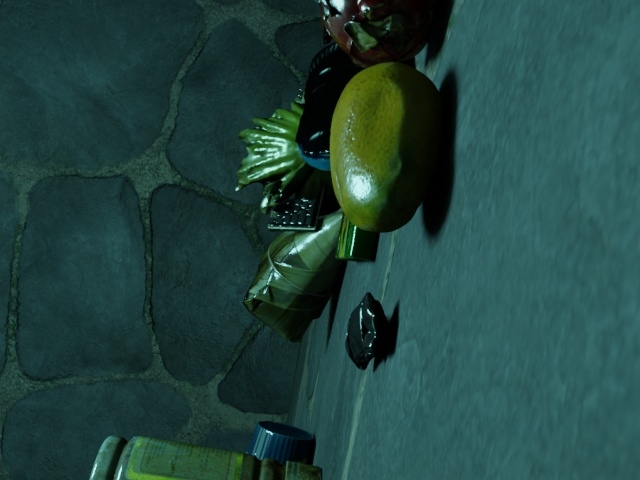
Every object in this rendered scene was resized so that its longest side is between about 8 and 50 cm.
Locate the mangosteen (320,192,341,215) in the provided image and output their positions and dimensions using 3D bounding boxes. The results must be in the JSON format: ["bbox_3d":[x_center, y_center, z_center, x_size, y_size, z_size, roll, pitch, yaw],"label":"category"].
[{"bbox_3d":[-0.003,-0.144,1.403,0.200,0.200,0.199,-170,90,-88],"label":"mangosteen"}]

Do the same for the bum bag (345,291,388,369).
[{"bbox_3d":[0.044,0.087,0.679,0.124,0.034,0.057,106,165,-72],"label":"bum bag"}]

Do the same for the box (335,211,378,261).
[{"bbox_3d":[0.054,-0.037,0.982,0.235,0.034,0.132,149,131,-86],"label":"box"}]

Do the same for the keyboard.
[{"bbox_3d":[-0.026,-0.162,1.307,0.027,0.106,0.316,49,-133,-56],"label":"keyboard"}]

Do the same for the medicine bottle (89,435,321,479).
[{"bbox_3d":[-0.169,0.383,1.059,0.151,0.323,0.151,-169,90,-87],"label":"medicine bottle"}]

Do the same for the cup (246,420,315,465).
[{"bbox_3d":[-0.073,0.417,1.307,0.176,0.131,0.155,19,-95,-67],"label":"cup"}]

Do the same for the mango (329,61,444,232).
[{"bbox_3d":[0.052,-0.071,0.580,0.115,0.089,0.164,121,157,-57],"label":"mango"}]

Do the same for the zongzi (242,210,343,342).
[{"bbox_3d":[0.000,0.000,1.394,0.317,0.154,0.289,-52,11,30],"label":"zongzi"}]

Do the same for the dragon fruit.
[{"bbox_3d":[0.075,-0.266,0.727,0.125,0.125,0.246,81,-150,-52],"label":"dragon fruit"}]

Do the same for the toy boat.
[{"bbox_3d":[0.053,-0.157,0.867,0.298,0.134,0.092,-83,-29,-51],"label":"toy boat"}]

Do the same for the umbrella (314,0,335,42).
[{"bbox_3d":[0.052,-0.311,1.205,0.110,0.122,0.272,-53,-22,-29],"label":"umbrella"}]

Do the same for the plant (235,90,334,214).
[{"bbox_3d":[0.007,-0.119,1.096,0.251,0.180,0.333,-42,26,-6],"label":"plant"}]
